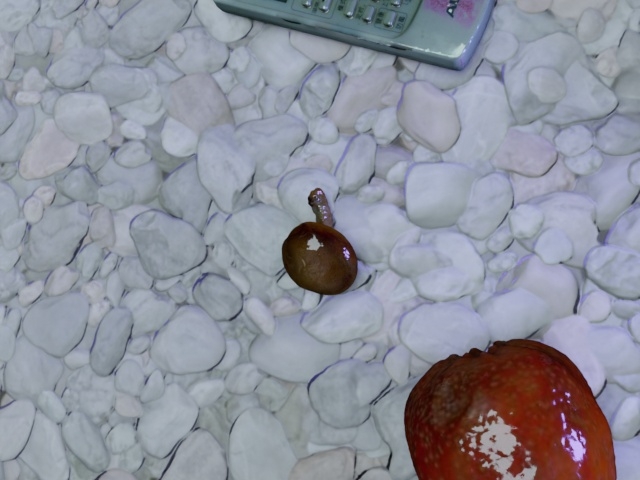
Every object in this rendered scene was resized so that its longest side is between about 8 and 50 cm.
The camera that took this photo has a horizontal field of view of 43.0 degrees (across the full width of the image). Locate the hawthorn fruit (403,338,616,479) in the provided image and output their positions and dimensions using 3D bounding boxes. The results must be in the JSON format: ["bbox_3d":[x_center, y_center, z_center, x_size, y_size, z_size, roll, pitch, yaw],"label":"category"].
[{"bbox_3d":[0.190,0.226,0.788,0.205,0.205,0.253,-16,82,13],"label":"hawthorn fruit"}]

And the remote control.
[{"bbox_3d":[0.040,-0.314,0.991,0.344,0.050,0.145,18,86,18],"label":"remote control"}]

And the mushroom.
[{"bbox_3d":[-0.008,0.001,0.944,0.088,0.073,0.129,-25,70,42],"label":"mushroom"}]
